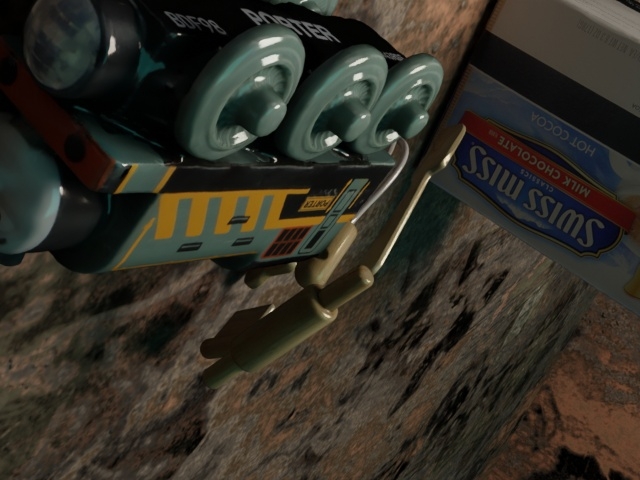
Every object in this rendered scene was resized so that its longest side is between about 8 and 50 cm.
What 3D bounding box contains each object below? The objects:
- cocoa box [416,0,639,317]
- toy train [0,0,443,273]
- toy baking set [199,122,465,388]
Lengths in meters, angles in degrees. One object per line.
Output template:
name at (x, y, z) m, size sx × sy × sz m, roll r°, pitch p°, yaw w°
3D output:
cocoa box at (0.320, -0.088, 1.055) m, size 0.231 × 0.347 × 0.228 m, roll -19°, pitch 139°, yaw -56°
toy train at (-0.057, -0.065, 0.615) m, size 0.190 × 0.142 × 0.334 m, roll -53°, pitch 160°, yaw 22°
toy baking set at (-0.002, 0.005, 0.797) m, size 0.256 × 0.030 × 0.197 m, roll -34°, pitch -155°, yaw 34°
